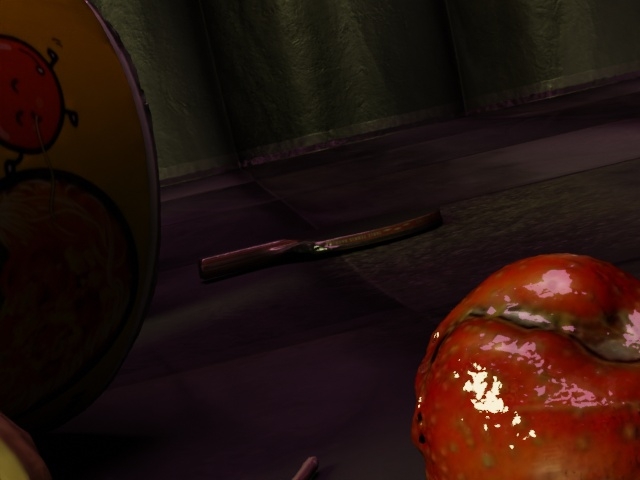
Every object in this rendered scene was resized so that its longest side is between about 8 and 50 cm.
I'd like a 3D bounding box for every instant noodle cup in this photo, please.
[{"bbox_3d":[-0.244,-0.015,0.561,0.325,0.326,0.254,-7,0,40],"label":"instant noodle cup"}]

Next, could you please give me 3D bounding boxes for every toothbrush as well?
[{"bbox_3d":[-0.013,0.091,0.435,0.008,0.006,0.097,-9,8,14],"label":"toothbrush"}]

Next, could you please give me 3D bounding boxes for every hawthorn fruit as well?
[{"bbox_3d":[0.071,0.047,0.335,0.093,0.093,0.093,-12,7,2],"label":"hawthorn fruit"}]

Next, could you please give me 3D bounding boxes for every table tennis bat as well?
[{"bbox_3d":[0.000,0.000,1.103,0.220,0.019,0.130,-13,6,-18],"label":"table tennis bat"}]

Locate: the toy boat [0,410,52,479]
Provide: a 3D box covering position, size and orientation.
[{"bbox_3d":[-0.158,0.081,0.343,0.188,0.116,0.061,-13,0,2],"label":"toy boat"}]
